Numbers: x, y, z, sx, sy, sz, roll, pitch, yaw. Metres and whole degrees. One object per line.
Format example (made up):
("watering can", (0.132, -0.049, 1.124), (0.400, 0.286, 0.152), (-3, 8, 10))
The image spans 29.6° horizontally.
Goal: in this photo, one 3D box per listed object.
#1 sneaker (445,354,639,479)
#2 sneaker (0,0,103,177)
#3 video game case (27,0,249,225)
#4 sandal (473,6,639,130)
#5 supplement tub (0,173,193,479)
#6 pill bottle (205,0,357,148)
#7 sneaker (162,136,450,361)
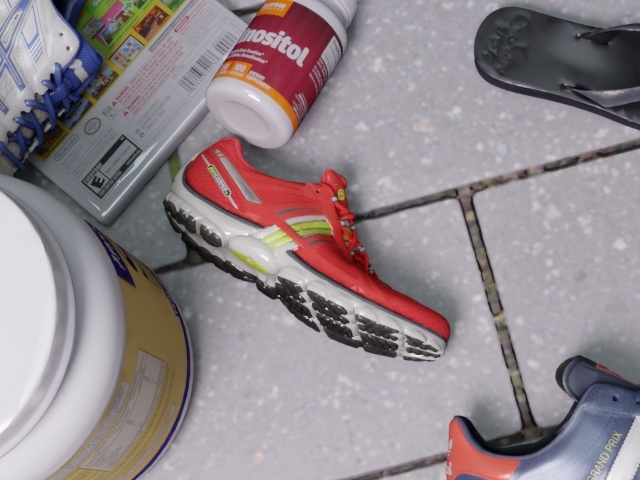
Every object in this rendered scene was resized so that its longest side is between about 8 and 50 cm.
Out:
("sneaker", (0.264, 0.149, 0.944), (0.350, 0.131, 0.148), (-16, 80, 3))
("sneaker", (-0.262, -0.141, 1.055), (0.131, 0.112, 0.297), (3, 75, 6))
("video game case", (-0.199, -0.161, 1.127), (0.206, 0.026, 0.227), (39, 85, 13))
("sandal", (0.259, -0.150, 1.052), (0.254, 0.054, 0.097), (8, 78, 9))
("supplement tub", (-0.243, 0.084, 0.918), (0.241, 0.331, 0.241), (-1, 77, 6))
("pill bottle", (-0.030, -0.163, 1.067), (0.086, 0.086, 0.152), (25, 66, 12))
("sneaker", (0.000, 0.000, 1.029), (0.279, 0.107, 0.118), (33, 73, 10))
